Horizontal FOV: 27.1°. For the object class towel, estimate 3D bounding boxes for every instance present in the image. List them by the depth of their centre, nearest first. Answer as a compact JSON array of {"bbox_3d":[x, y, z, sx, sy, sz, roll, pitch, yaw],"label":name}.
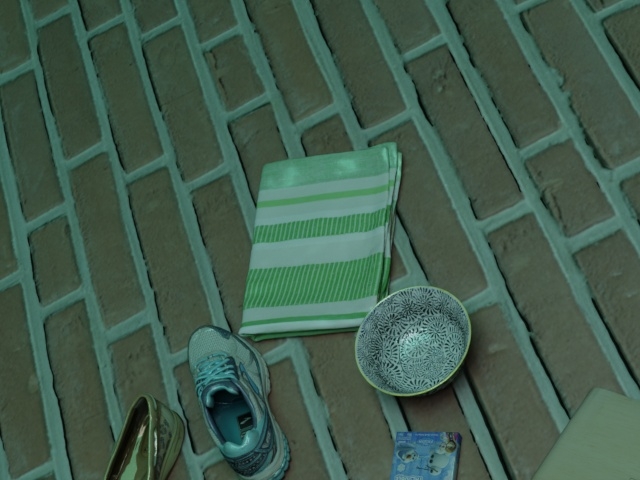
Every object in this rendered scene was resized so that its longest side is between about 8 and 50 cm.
[{"bbox_3d":[0.000,0.000,2.055,0.248,0.038,0.325,-8,56,22],"label":"towel"}]

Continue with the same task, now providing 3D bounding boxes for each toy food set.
[{"bbox_3d":[0.392,0.321,1.609,0.306,0.092,0.219,18,61,43],"label":"toy food set"}]

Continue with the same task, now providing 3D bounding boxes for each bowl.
[{"bbox_3d":[0.140,0.155,1.856,0.170,0.080,0.170,-12,55,18],"label":"bowl"}]

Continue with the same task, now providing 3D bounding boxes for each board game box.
[{"bbox_3d":[0.141,0.303,1.797,0.090,0.020,0.090,-4,59,23],"label":"board game box"}]

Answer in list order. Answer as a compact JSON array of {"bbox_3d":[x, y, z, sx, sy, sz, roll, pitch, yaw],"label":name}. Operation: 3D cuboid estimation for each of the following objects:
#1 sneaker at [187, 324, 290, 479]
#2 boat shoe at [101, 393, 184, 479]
[{"bbox_3d":[-0.129,0.217,1.918,0.110,0.122,0.283,-32,51,2],"label":"sneaker"},{"bbox_3d":[-0.281,0.362,1.915,0.105,0.089,0.285,-1,59,24],"label":"boat shoe"}]
